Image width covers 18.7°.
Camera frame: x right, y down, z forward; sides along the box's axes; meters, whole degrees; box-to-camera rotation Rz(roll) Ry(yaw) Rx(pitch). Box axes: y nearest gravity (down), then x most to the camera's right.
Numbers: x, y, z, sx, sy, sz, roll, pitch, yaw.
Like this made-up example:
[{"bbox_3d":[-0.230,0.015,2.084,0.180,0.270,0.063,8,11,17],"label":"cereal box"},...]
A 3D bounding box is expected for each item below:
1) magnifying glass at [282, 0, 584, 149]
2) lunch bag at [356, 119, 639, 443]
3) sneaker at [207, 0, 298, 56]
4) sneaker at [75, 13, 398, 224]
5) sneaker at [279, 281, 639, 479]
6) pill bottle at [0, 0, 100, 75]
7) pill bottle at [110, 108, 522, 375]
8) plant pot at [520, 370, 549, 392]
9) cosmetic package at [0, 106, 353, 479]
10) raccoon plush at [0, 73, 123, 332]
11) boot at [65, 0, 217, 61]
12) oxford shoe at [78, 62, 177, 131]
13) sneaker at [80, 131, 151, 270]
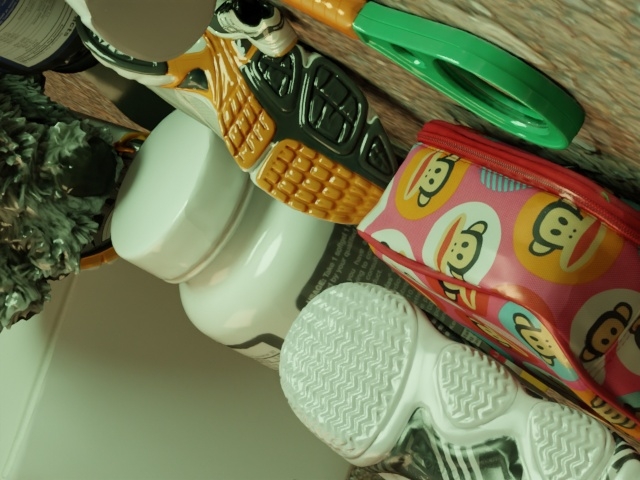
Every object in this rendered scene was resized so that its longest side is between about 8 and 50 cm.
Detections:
[{"bbox_3d":[0.045,-0.113,1.083,0.231,0.026,0.092,28,173,24],"label":"magnifying glass"},{"bbox_3d":[0.168,0.045,1.243,0.293,0.120,0.258,36,174,-34],"label":"lunch bag"},{"bbox_3d":[-0.050,-0.149,1.273,0.083,0.032,0.037,22,155,38],"label":"sneaker"},{"bbox_3d":[-0.045,-0.103,1.368,0.262,0.099,0.121,39,-177,12],"label":"sneaker"},{"bbox_3d":[0.146,0.171,1.318,0.366,0.137,0.210,39,-177,32],"label":"sneaker"},{"bbox_3d":[-0.230,-0.184,1.371,0.122,0.123,0.219,30,-175,24],"label":"pill bottle"},{"bbox_3d":[0.002,0.022,1.518,0.318,0.176,0.176,29,177,-28],"label":"pill bottle"},{"bbox_3d":[0.188,0.091,1.761,0.081,0.081,0.083,34,162,-14],"label":"plant pot"},{"bbox_3d":[-0.162,0.069,1.868,0.329,0.327,0.393,18,-178,-28],"label":"cosmetic package"},{"bbox_3d":[-0.358,-0.094,1.518,0.299,0.216,0.446,34,-179,-32],"label":"raccoon plush"},{"bbox_3d":[-0.161,-0.209,1.127,0.123,0.095,0.258,38,173,40],"label":"boot"},{"bbox_3d":[-0.167,-0.160,1.698,0.212,0.076,0.076,32,-156,-11],"label":"oxford shoe"},{"bbox_3d":[-0.153,-0.043,1.579,0.083,0.215,0.084,63,166,-18],"label":"sneaker"}]
